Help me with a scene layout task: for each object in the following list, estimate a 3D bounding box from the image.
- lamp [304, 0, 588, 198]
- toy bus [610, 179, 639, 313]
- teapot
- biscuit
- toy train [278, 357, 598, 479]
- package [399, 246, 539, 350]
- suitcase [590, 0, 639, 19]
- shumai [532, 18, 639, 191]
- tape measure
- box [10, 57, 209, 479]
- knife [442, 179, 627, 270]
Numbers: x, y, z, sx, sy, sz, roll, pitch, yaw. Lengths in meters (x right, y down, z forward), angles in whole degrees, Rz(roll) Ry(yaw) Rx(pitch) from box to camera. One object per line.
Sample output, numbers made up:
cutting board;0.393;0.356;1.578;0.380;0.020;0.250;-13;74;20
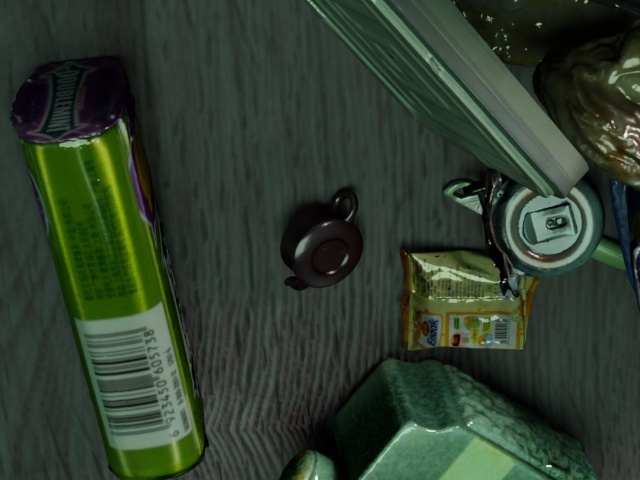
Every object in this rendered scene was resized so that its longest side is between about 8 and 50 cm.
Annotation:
lamp;0.056;-0.153;1.369;0.047;0.269;0.266;-47;116;-2
toy bus;0.389;-0.002;1.517;0.287;0.175;0.138;-12;117;8
teapot;0.000;0.000;1.596;0.068;0.045;0.100;21;105;-41
biscuit;0.149;-0.199;1.469;0.289;0.038;0.141;21;125;-17
toy train;0.114;0.246;1.699;0.299;0.167;0.238;33;107;-22
package;0.128;0.052;1.638;0.120;0.031;0.108;0;124;1
suitcase;0.189;-0.267;1.248;0.345;0.339;0.188;19;117;-12
shumai;0.272;-0.113;1.411;0.209;0.161;0.153;30;135;3
tape measure;0.178;-0.015;1.512;0.107;0.180;0.104;-18;88;4
box;-0.170;0.032;1.561;0.097;0.134;0.346;-10;124;1
knife;0.197;-0.007;1.611;0.207;0.014;0.030;23;118;-13
